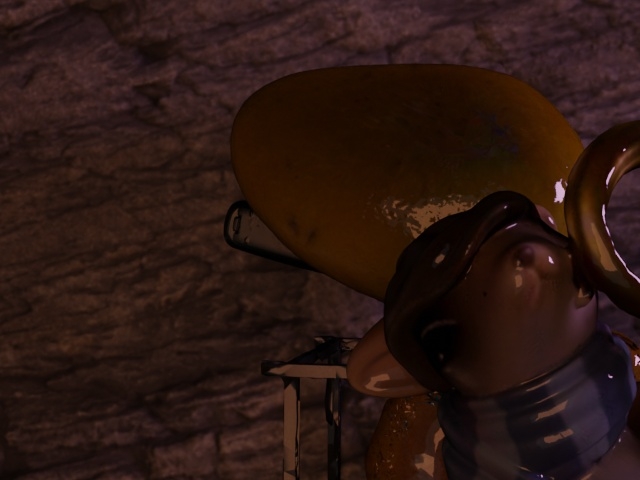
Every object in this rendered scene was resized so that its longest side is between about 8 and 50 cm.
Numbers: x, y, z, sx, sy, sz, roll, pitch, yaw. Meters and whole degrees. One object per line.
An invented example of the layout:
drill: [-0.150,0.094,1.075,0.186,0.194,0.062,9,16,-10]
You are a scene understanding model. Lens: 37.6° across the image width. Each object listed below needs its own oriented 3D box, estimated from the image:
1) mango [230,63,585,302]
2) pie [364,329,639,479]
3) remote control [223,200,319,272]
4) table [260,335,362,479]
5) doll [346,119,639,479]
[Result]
mango: [0.079,-0.067,0.913,0.364,0.182,0.253,22,64,14]
pie: [0.167,0.180,0.751,0.273,0.069,0.274,-1,80,7]
remote control: [0.000,0.000,1.018,0.221,0.042,0.072,11,91,12]
table: [0.100,0.274,0.914,0.272,0.222,0.335,1,91,12]
doll: [0.175,0.119,0.618,0.317,0.209,0.340,-31,77,-3]
